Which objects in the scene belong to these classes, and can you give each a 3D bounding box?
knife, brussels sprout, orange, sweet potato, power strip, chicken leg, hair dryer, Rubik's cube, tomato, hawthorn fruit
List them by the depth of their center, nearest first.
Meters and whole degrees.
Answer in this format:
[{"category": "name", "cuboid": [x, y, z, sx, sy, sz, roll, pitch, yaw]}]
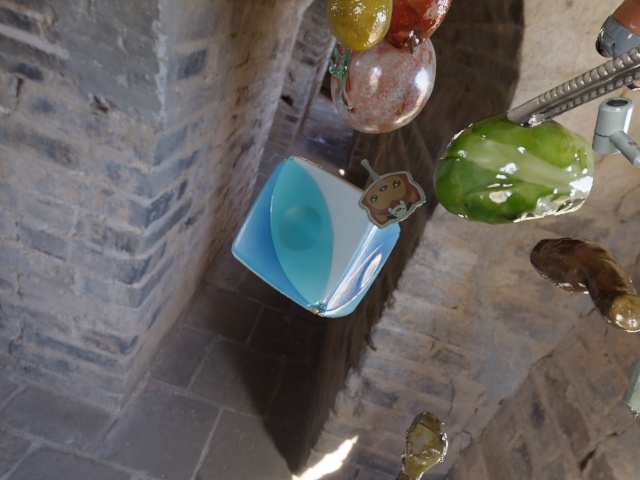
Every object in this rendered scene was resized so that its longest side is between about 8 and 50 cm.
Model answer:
[{"category": "knife", "cuboid": [0.365, -0.193, 0.470, 0.089, 0.043, 0.365, 14, -8, -16]}, {"category": "orange", "cuboid": [0.050, -0.289, 0.508, 0.085, 0.085, 0.095, 16, 63, -12]}, {"category": "hair dryer", "cuboid": [0.477, -0.159, 0.636, 0.047, 0.082, 0.137, -8, 40, 13]}, {"category": "sweet potato", "cuboid": [0.460, 0.056, 0.699, 0.109, 0.109, 0.385, 24, 14, 4]}, {"category": "chicken leg", "cuboid": [0.198, 0.444, 0.825, 0.084, 0.069, 0.198, 33, 57, 15]}, {"category": "hawthorn fruit", "cuboid": [0.191, -0.528, 0.875, 0.210, 0.263, 0.210, 4, 7, -1]}, {"category": "brussels sprout", "cuboid": [0.478, -0.169, 1.037, 0.370, 0.276, 0.314, 3, -9, 24]}, {"category": "power strip", "cuboid": [0.865, 0.362, 1.067, 0.079, 0.227, 0.029, 24, -1, -3]}, {"category": "tomato", "cuboid": [0.163, -0.459, 1.133, 0.282, 0.317, 0.317, 5, 33, -19]}, {"category": "Rubik's cube", "cuboid": [0.000, 0.000, 1.201, 0.347, 0.352, 0.352, 31, 2, 21]}]

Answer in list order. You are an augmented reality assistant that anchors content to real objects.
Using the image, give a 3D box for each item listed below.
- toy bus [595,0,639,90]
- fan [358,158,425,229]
[{"category": "toy bus", "cuboid": [0.714, -0.403, 0.784, 0.287, 0.232, 0.194, 19, 42, -7]}, {"category": "fan", "cuboid": [0.135, -0.117, 0.883, 0.009, 0.131, 0.220, 50, 11, -47]}]
